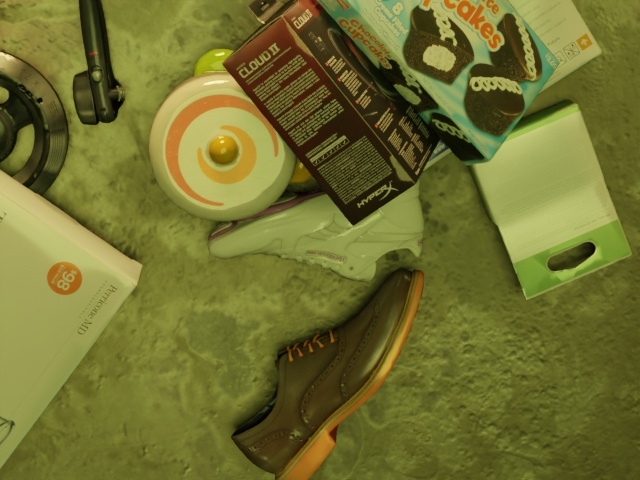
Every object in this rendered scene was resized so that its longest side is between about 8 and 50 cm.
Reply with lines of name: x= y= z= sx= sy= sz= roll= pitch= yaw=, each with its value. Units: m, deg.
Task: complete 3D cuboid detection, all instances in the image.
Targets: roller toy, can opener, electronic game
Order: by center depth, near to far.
roller toy: x=-0.125 y=-0.122 z=1.774 sx=0.191 sy=0.146 sz=0.209 roll=-42 pitch=101 yaw=4
can opener: x=-0.300 y=-0.246 z=1.820 sx=0.073 sy=0.059 sz=0.186 roll=-5 pitch=101 yaw=-4
electronic game: x=-0.453 y=-0.145 z=1.828 sx=0.229 sy=0.048 sz=0.229 roll=0 pitch=107 yaw=-1

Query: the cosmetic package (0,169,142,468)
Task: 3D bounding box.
cosmetic package: x=-0.463 y=0.111 z=1.832 sx=0.284 sy=0.097 sz=0.377 roll=34 pitch=102 yaw=-13

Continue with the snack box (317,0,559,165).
snack box: x=0.149 y=-0.274 z=1.738 sx=0.322 sy=0.060 sz=0.187 roll=46 pitch=65 yaw=-19

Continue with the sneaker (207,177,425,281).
sneaker: x=0.000 y=0.000 z=1.868 sx=0.305 sy=0.114 sz=0.152 roll=-13 pitch=103 yaw=-3

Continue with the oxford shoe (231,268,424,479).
oxford shoe: x=0.013 y=0.175 z=1.899 sx=0.133 sy=0.130 sz=0.363 roll=34 pitch=95 yaw=-5

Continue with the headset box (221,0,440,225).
headset box: x=0.016 y=-0.197 z=1.731 sx=0.110 sy=0.218 sz=0.293 roll=-34 pitch=102 yaw=27

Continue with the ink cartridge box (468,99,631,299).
ink cartridge box: x=0.319 y=-0.058 z=1.921 sx=0.171 sy=0.056 sz=0.235 roll=-23 pitch=105 yaw=-1

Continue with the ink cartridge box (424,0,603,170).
ink cartridge box: x=0.178 y=-0.302 z=1.857 sx=0.303 sy=0.072 sz=0.307 roll=-33 pitch=100 yaw=3
